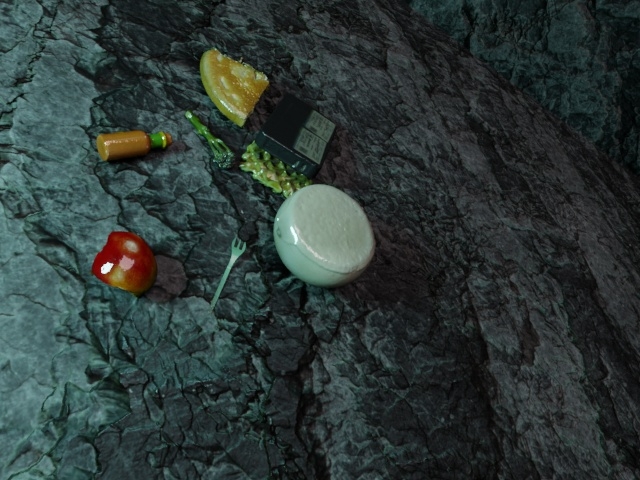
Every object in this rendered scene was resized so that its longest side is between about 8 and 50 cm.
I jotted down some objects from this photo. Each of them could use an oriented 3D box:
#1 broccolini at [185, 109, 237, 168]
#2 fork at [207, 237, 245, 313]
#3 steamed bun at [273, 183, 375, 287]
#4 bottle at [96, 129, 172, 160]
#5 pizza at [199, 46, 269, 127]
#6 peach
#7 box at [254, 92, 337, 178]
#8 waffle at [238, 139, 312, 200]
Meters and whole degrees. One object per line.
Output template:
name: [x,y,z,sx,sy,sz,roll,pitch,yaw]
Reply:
broccolini: [-0.324,-0.287,1.438,0.216,0.058,0.067,45,12,12]
fork: [-0.231,0.080,1.248,0.039,0.021,0.235,25,49,-11]
steamed bun: [0.000,0.000,1.341,0.283,0.177,0.282,14,57,-23]
bottle: [-0.474,-0.250,1.296,0.187,0.069,0.069,-18,70,-41]
pizza: [-0.258,-0.480,1.577,0.229,0.081,0.289,-22,74,-34]
peach: [-0.419,0.050,1.099,0.151,0.151,0.118,34,92,-8]
box: [-0.066,-0.333,1.566,0.211,0.058,0.350,33,34,-10]
waffle: [-0.117,-0.233,1.514,0.223,0.054,0.204,34,47,-6]
